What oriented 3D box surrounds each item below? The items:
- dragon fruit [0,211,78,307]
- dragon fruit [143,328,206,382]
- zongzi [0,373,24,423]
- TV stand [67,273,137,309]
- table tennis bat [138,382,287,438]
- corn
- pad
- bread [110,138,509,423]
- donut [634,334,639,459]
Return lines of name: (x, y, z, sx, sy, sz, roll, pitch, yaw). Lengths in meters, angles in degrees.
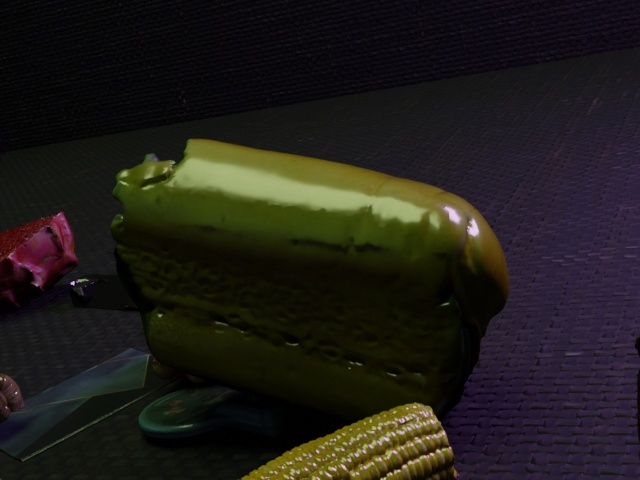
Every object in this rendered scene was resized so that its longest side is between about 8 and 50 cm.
dragon fruit: (-0.545, 0.063, 1.640, 0.274, 0.126, 0.161, -15, 23, 30)
dragon fruit: (-0.150, 0.106, 1.156, 0.208, 0.133, 0.150, -7, 57, 62)
zongzi: (-0.454, 0.216, 1.110, 0.160, 0.078, 0.176, -8, 24, 42)
TV stand: (-0.299, 0.082, 1.495, 0.256, 0.040, 0.049, 0, 21, 39)
table tennis bat: (-0.112, 0.186, 1.020, 0.201, 0.033, 0.124, -3, 15, 44)
corn: (0.002, 0.206, 0.753, 0.244, 0.093, 0.093, -23, 19, -32)
pad: (-0.296, 0.196, 1.177, 0.243, 0.004, 0.164, -26, 20, -37)
bread: (-0.003, 0.038, 0.946, 0.377, 0.251, 0.208, 13, 25, 23)
donut: (0.272, 0.119, 0.550, 0.103, 0.269, 0.269, -3, 16, -4)
